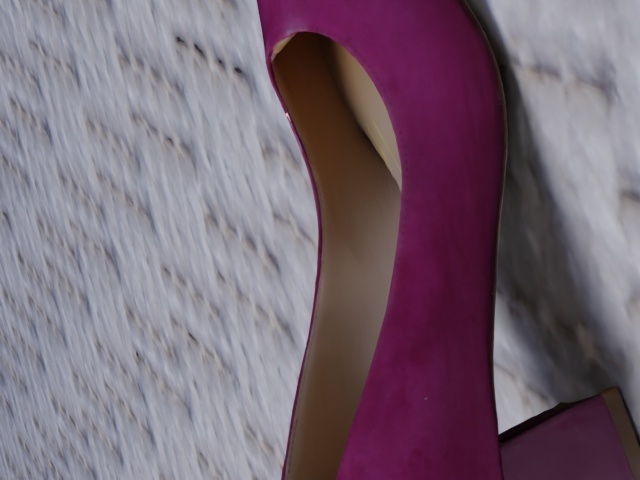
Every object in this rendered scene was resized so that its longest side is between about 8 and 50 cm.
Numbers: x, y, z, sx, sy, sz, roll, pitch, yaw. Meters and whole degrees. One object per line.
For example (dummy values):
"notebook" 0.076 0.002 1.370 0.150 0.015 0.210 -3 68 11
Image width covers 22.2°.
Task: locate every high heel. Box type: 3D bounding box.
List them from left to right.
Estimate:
"high heel" 0.000 0.000 0.716 0.377 0.181 0.127 65 158 15
